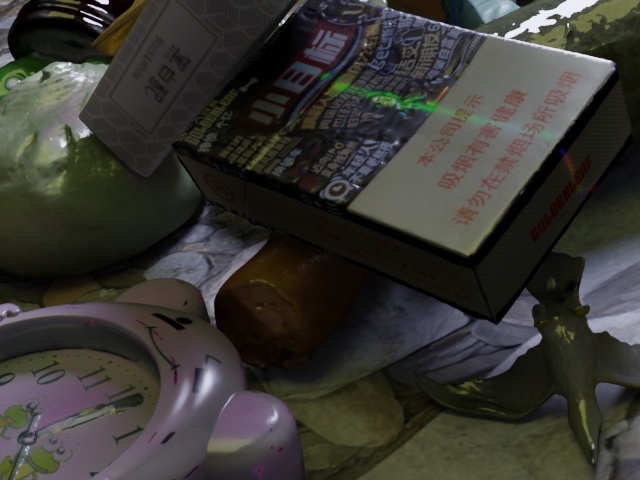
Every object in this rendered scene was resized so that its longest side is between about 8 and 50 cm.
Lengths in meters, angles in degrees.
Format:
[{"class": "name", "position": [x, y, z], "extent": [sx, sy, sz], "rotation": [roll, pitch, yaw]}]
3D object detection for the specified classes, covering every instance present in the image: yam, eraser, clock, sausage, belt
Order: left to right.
[{"class": "clock", "position": [-0.198, 0.152, 0.927], "extent": [0.322, 0.113, 0.295], "rotation": [-21, 36, -18]}, {"class": "eraser", "position": [-0.092, -0.191, 1.097], "extent": [0.098, 0.096, 0.404], "rotation": [-50, 6, -34]}, {"class": "sausage", "position": [0.002, 0.000, 1.111], "extent": [0.109, 0.108, 0.270], "rotation": [-1, 38, 26]}, {"class": "belt", "position": [0.209, -0.230, 1.394], "extent": [0.087, 0.072, 0.302], "rotation": [-21, 39, -5]}, {"class": "yam", "position": [0.213, -0.138, 1.163], "extent": [0.304, 0.168, 0.168], "rotation": [-27, 30, -4]}]

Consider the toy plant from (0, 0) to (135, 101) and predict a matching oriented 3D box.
[{"class": "toy plant", "position": [-0.317, -0.215, 1.606], "extent": [0.218, 0.175, 0.235], "rotation": [2, 60, 21]}]

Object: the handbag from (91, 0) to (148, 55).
[{"class": "handbag", "position": [-0.066, -0.340, 1.490], "extent": [0.401, 0.133, 0.283], "rotation": [-32, 25, 31]}]

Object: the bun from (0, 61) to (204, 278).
[{"class": "bun", "position": [-0.261, -0.092, 1.339], "extent": [0.283, 0.179, 0.283], "rotation": [-12, 33, 8]}]

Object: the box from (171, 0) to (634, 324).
[{"class": "box", "position": [0.060, -0.077, 1.000], "extent": [0.310, 0.084, 0.198], "rotation": [22, 63, 38]}]

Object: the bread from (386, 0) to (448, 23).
[{"class": "bread", "position": [0.113, -0.402, 1.635], "extent": [0.270, 0.211, 0.315], "rotation": [-22, 27, -6]}]

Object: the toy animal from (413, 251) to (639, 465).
[{"class": "toy animal", "position": [0.169, 0.084, 0.900], "extent": [0.219, 0.095, 0.155], "rotation": [-13, 25, 9]}]

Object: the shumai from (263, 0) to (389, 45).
[{"class": "shumai", "position": [0.006, -0.163, 1.291], "extent": [0.256, 0.218, 0.189], "rotation": [-15, 21, 4]}]
